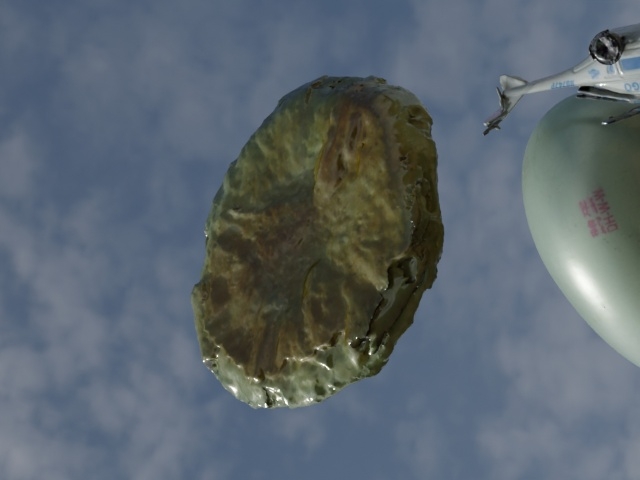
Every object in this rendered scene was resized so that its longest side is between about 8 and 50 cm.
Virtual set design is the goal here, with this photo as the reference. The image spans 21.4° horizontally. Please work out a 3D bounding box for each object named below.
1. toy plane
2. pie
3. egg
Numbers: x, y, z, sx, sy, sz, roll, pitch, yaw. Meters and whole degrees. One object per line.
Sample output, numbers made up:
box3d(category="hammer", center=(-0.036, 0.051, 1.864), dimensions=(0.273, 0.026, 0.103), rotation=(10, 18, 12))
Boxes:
box3d(category="toy plane", center=(0.308, -0.190, 1.849), dimensions=(0.182, 0.273, 0.107), rotation=(-32, -69, -34))
box3d(category="pie", center=(0.000, 0.000, 1.433), dimensions=(0.071, 0.306, 0.306), rotation=(15, -96, -42))
box3d(category="egg", center=(0.373, -0.003, 1.949), dimensions=(0.230, 0.230, 0.371), rotation=(-35, -85, -41))
